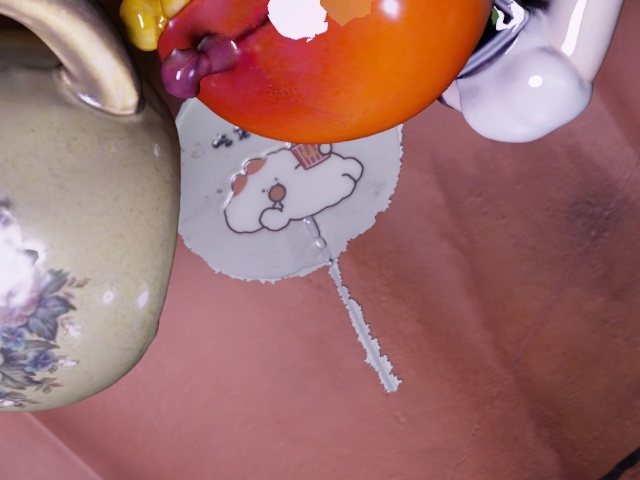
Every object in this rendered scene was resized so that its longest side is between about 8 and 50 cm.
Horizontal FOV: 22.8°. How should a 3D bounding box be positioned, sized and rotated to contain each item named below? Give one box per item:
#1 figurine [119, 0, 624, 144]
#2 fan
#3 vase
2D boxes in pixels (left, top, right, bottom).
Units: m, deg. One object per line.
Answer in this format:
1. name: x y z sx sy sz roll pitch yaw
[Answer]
1. figurine: 0.031 -0.154 0.990 0.323 0.196 0.320 4 157 -35
2. fan: 0.000 0.000 1.219 0.190 0.009 0.329 -28 121 -6
3. vase: -0.235 -0.053 0.958 0.302 0.241 0.329 9 133 -15
